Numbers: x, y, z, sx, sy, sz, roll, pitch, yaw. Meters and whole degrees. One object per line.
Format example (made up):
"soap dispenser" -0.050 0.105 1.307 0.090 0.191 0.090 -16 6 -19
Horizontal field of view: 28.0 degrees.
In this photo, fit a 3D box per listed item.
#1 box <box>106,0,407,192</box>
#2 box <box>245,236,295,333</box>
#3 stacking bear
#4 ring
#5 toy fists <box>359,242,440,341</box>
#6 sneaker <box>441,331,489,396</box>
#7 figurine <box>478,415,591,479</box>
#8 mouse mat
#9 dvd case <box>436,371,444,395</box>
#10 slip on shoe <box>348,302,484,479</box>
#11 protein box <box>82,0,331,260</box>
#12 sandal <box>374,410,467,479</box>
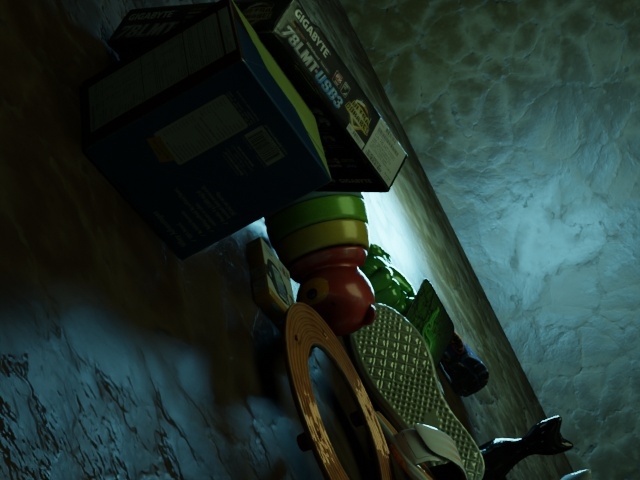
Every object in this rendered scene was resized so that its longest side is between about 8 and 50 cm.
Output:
"box" -0.080 -0.178 1.635 0.293 0.296 0.073 53 54 -37
"box" -0.066 0.056 1.738 0.081 0.028 0.136 53 17 -37
"stacking bear" 0.000 0.000 1.863 0.164 0.175 0.289 22 50 -61
"ring" 0.022 0.239 1.646 0.336 0.032 0.336 60 14 -25
"toy fists" 0.140 0.126 2.282 0.279 0.096 0.142 52 19 -44
"sneaker" 0.281 0.237 2.668 0.221 0.083 0.087 58 4 -33
"figurine" 0.383 0.434 2.328 0.215 0.209 0.092 57 13 -23
"mouse mat" 0.174 0.180 2.219 0.189 0.007 0.152 -60 137 -29
"dvd case" 0.200 0.239 2.475 0.119 0.013 0.087 48 18 -44
"slip on shoe" 0.140 0.252 2.014 0.331 0.123 0.101 59 -21 11
"protein box" -0.129 -0.123 1.447 0.200 0.201 0.136 52 16 -39
"sandal" 0.145 0.292 1.816 0.102 0.076 0.265 46 0 -30
